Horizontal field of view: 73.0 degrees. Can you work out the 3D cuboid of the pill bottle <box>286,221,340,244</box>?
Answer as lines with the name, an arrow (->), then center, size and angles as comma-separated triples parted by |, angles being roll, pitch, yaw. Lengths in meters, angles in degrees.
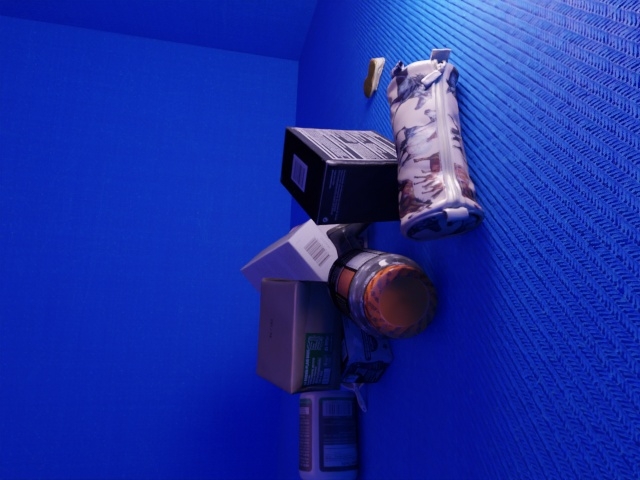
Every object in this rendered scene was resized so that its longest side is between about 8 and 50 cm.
pill bottle -> -0.045, 0.001, 1.930 | 0.302, 0.170, 0.169 | -17, 67, 51

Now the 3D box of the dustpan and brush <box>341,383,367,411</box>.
dustpan and brush -> 0.114, 0.468, 1.454 | 0.211, 0.148, 0.060 | 64, -154, 0

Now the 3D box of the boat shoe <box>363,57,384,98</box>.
boat shoe -> 0.192, -0.580, 1.551 | 0.056, 0.048, 0.152 | 57, 155, 32

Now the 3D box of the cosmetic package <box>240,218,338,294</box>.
cosmetic package -> -0.127, 0.109, 1.825 | 0.453, 0.230, 0.161 | -28, 14, 51

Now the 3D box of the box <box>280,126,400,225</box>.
box -> 0.079, -0.184, 1.193 | 0.296, 0.295, 0.182 | -128, 40, -52

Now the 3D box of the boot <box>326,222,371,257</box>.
boot -> 0.133, 0.030, 1.464 | 0.208, 0.190, 0.076 | 63, 179, 25

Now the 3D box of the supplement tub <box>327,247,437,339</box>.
supplement tub -> 0.147, 0.129, 1.107 | 0.338, 0.208, 0.206 | -163, 78, -78

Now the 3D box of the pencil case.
pencil case -> 0.235, -0.192, 0.914 | 0.183, 0.160, 0.409 | 84, -176, -66

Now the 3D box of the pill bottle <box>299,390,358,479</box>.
pill bottle -> 0.027, 0.712, 1.492 | 0.204, 0.205, 0.360 | 120, 152, -65

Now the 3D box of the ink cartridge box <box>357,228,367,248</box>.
ink cartridge box -> 0.121, 0.057, 1.607 | 0.176, 0.069, 0.369 | 135, 135, -74

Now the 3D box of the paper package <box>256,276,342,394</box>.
paper package -> -0.071, 0.282, 1.358 | 0.310, 0.168, 0.324 | -8, 78, 62

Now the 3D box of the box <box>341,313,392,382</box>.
box -> 0.117, 0.297, 1.355 | 0.163, 0.142, 0.247 | 108, 160, -45
